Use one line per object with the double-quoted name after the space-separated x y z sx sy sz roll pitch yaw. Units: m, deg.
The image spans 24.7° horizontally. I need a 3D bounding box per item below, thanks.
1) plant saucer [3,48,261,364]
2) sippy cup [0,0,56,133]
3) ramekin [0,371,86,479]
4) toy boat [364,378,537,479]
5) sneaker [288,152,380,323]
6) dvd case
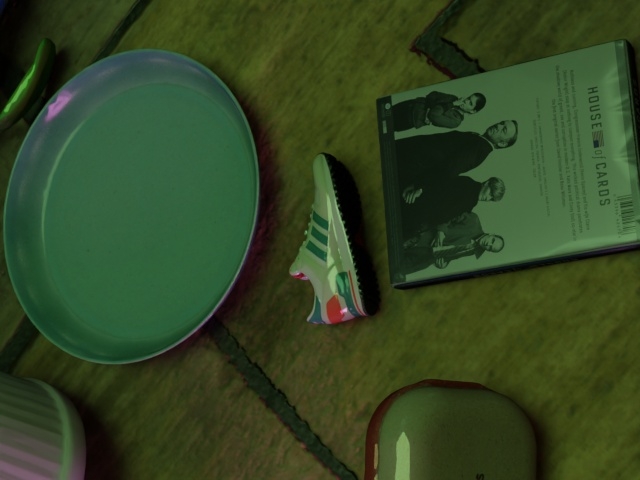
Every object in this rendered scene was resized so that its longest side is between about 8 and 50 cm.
-0.184 -0.033 1.462 0.318 0.044 0.317 -7 77 30 "plant saucer"
-0.442 -0.252 1.564 0.240 0.305 0.224 17 77 60 "sippy cup"
-0.362 0.239 1.413 0.273 0.127 0.273 -26 47 31 "ramekin"
0.086 0.233 1.213 0.151 0.151 0.231 -15 70 60 "toy boat"
0.000 0.000 1.336 0.075 0.057 0.161 -19 74 21 "sneaker"
0.163 -0.062 1.267 0.239 0.029 0.179 -10 75 28 "dvd case"
